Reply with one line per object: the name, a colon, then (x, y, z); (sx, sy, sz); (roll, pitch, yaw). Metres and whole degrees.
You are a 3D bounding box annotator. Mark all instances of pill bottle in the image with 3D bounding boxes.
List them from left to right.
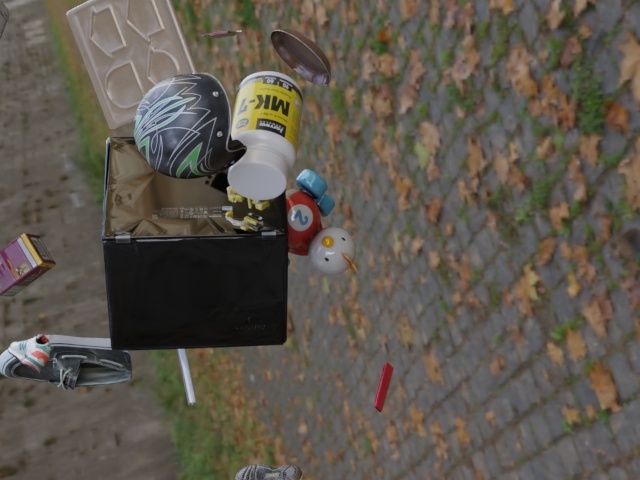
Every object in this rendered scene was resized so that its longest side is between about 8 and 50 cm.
pill bottle: (-0.096, -0.179, 1.547); (0.119, 0.119, 0.208); (99, 177, -53)

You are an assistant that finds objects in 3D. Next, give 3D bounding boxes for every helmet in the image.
helmet: (-0.201, -0.173, 1.376); (0.161, 0.170, 0.169); (23, -130, -70)

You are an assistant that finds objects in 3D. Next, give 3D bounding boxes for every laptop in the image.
laptop: (-0.269, 0.001, 1.973); (0.236, 0.382, 0.407); (101, 165, -59)

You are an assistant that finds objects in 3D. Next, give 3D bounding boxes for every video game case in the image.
video game case: (-0.335, 0.330, 2.252); (0.143, 0.019, 0.157); (126, 131, -75)

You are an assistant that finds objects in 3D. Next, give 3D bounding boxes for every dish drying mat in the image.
dish drying mat: (0.109, 0.254, 1.571); (0.032, 0.008, 0.083); (48, -129, -49)

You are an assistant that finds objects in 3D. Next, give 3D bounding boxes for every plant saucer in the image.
plant saucer: (-0.037, -0.409, 1.989); (0.168, 0.029, 0.168); (38, 168, 9)

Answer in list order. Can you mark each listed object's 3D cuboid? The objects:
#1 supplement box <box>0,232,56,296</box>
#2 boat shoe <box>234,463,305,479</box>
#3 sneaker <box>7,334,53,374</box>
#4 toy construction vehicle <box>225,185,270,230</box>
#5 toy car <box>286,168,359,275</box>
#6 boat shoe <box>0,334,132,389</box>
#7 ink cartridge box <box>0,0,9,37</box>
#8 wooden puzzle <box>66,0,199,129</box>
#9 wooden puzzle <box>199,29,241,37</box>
supplement box: (-0.432, 0.036, 1.295); (0.055, 0.083, 0.043); (57, -173, 11)
boat shoe: (-0.116, 0.574, 2.132); (0.190, 0.068, 0.072); (-7, 125, 35)
sneaker: (-0.632, 0.241, 1.992); (0.057, 0.075, 0.161); (47, 162, -29)
toy construction vehicle: (-0.142, -0.058, 1.721); (0.098, 0.035, 0.085); (23, 137, 25)
toy car: (0.000, 0.000, 2.089); (0.238, 0.219, 0.210); (33, 168, 20)
boat shoe: (-0.631, 0.314, 2.277); (0.119, 0.335, 0.121); (59, 140, 41)
ink cartridge box: (-0.766, -0.476, 1.835); (0.153, 0.209, 0.086); (69, -155, -61)
wooden puzzle: (-0.460, -0.479, 2.289); (0.348, 0.080, 0.322); (-15, 99, 33)
wooden puzzle: (-0.194, -0.406, 1.785); (0.049, 0.083, 0.006); (-21, -74, -65)
